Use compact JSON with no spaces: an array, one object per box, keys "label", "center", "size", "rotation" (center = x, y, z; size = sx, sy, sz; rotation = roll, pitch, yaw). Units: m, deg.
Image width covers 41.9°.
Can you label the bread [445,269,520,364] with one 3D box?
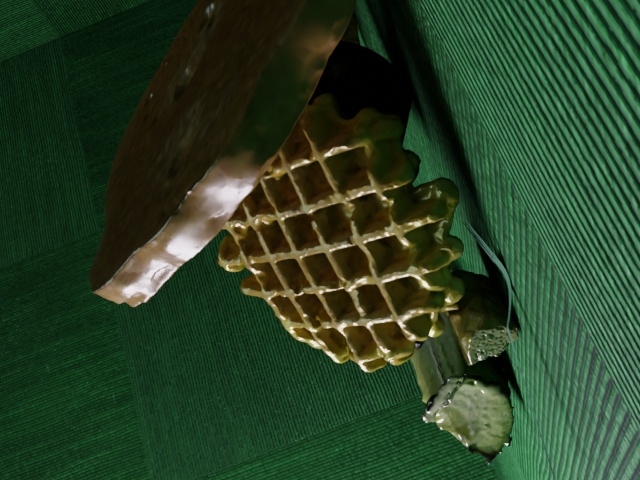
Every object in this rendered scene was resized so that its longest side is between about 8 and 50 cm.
[{"label":"bread","center":[0.151,0.072,0.810],"size":[0.066,0.060,0.110],"rotation":[31,-159,-25]}]

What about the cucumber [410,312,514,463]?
[{"label":"cucumber","center":[0.175,0.139,1.105],"size":[0.145,0.105,0.325],"rotation":[39,-166,-20]}]

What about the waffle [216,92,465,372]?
[{"label":"waffle","center":[0.003,-0.007,0.813],"size":[0.329,0.062,0.329],"rotation":[27,136,29]}]

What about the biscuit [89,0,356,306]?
[{"label":"biscuit","center":[-0.085,-0.140,0.753],"size":[0.062,0.385,0.365],"rotation":[27,-146,-25]}]

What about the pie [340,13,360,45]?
[{"label":"pie","center":[-0.030,-0.237,1.088],"size":[0.339,0.083,0.339],"rotation":[-1,-90,-65]}]

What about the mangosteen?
[{"label":"mangosteen","center":[0.024,-0.103,0.904],"size":[0.230,0.194,0.194],"rotation":[59,180,17]}]

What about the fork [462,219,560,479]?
[{"label":"fork","center":[0.170,0.090,0.718],"size":[0.039,0.021,0.235],"rotation":[11,-120,-82]}]
